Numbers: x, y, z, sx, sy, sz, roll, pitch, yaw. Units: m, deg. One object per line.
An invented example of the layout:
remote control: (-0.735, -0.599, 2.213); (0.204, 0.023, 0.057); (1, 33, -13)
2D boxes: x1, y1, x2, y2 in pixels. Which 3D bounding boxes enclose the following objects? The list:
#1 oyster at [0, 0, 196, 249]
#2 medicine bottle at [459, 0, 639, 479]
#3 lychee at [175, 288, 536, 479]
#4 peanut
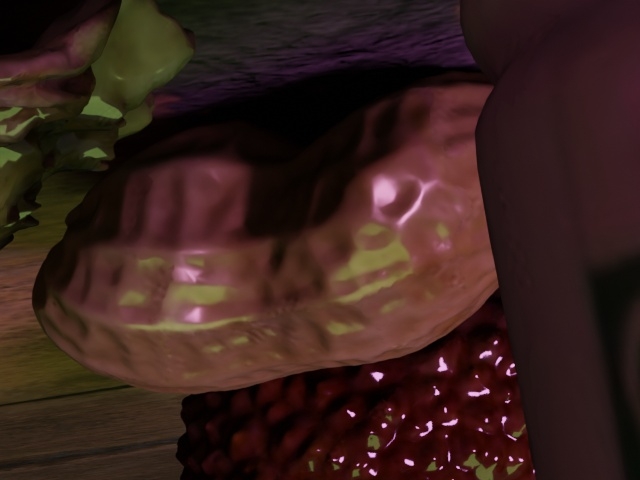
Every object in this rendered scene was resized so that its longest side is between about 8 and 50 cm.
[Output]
oyster: (-0.196, 0.001, 0.630); (0.351, 0.114, 0.238); (-28, 165, 12)
medicine bottle: (0.138, 0.002, 0.386); (0.212, 0.325, 0.212); (-9, 168, -2)
lychee: (0.062, 0.105, 1.079); (0.268, 0.267, 0.267); (-9, 169, -2)
peanut: (0.000, 0.000, 0.825); (0.233, 0.110, 0.197); (-11, 169, 19)
